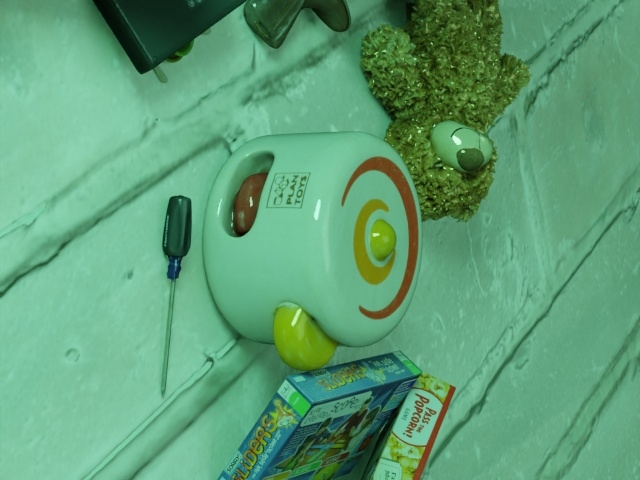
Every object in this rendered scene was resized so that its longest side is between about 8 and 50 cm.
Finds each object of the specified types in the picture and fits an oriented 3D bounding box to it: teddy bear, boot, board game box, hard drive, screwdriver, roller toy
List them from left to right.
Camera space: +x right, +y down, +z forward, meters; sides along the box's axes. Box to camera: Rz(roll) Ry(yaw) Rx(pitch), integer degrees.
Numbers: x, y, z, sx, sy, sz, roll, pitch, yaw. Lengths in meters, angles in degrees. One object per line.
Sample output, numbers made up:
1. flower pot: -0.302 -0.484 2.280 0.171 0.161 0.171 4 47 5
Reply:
1. hard drive: -0.123 -0.206 1.203 0.135 0.022 0.094 -43 108 -39
2. screwdriver: -0.128 0.046 1.252 0.024 0.025 0.170 5 95 -59
3. boot: -0.022 -0.208 1.392 0.106 0.037 0.114 52 43 -27
4. roller toy: 0.000 0.000 1.327 0.209 0.146 0.191 -31 116 -53
5. board game box: 0.001 0.172 1.364 0.136 0.035 0.201 -56 156 21
6. board game box: 0.063 0.242 1.456 0.147 0.045 0.193 112 4 -56
7. teddy bear: 0.141 -0.189 1.588 0.245 0.113 0.338 46 52 -45

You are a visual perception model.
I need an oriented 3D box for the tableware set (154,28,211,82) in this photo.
1. tableware set: -0.120 -0.218 1.248 0.104 0.024 0.154 55 47 -43
